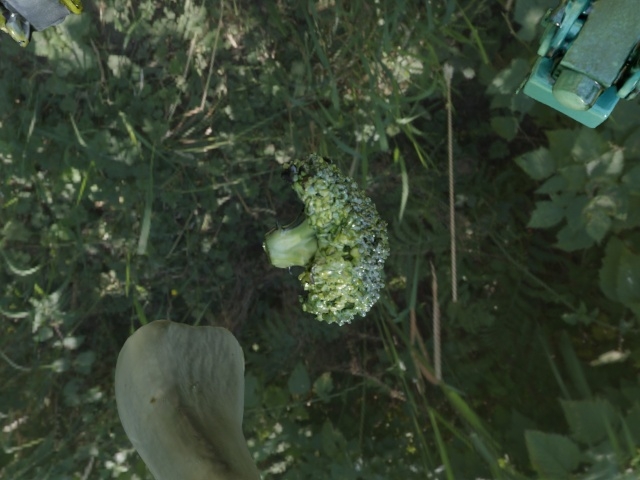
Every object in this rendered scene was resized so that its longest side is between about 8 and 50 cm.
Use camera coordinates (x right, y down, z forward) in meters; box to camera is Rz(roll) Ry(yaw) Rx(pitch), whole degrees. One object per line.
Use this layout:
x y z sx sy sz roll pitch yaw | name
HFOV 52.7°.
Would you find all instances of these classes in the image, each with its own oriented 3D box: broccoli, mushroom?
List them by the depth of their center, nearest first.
0.000 0.000 0.427 0.092 0.095 0.097 -8 151 15 | broccoli
-0.122 0.210 0.683 0.159 0.328 0.122 -12 127 -18 | mushroom

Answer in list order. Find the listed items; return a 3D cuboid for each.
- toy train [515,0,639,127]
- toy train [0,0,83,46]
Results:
0.286 -0.215 0.634 0.203 0.112 0.163 -58 171 5 | toy train
-0.198 -0.176 0.352 0.060 0.081 0.202 -30 176 0 | toy train
